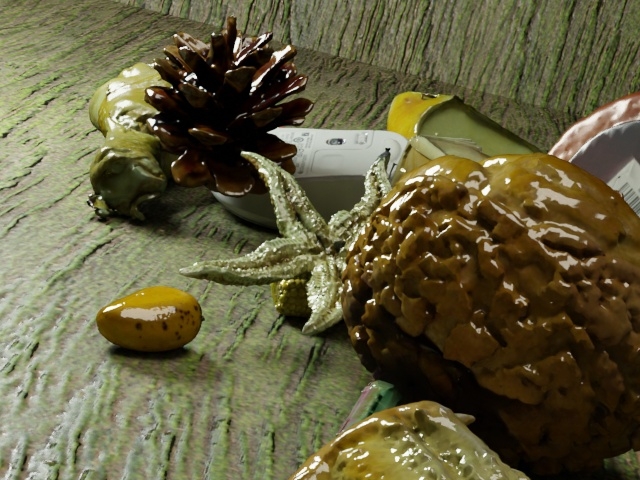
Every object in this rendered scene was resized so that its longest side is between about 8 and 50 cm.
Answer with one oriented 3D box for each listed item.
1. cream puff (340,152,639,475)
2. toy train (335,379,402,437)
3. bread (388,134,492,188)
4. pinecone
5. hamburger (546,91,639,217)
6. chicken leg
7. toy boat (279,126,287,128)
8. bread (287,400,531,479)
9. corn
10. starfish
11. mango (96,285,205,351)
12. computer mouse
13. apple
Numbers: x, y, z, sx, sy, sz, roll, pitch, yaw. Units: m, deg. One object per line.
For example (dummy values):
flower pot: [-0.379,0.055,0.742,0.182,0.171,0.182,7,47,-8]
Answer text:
cream puff: [0.171,0.085,1.389,0.231,0.343,0.327,-43,18,-33]
toy train: [0.036,0.173,1.295,0.038,0.071,0.148,17,16,9]
bread: [0.166,-0.023,1.873,0.109,0.192,0.210,9,16,-23]
pinecone: [-0.118,-0.176,1.915,0.229,0.201,0.202,36,27,8]
hamburger: [0.423,-0.010,1.775,0.330,0.330,0.250,27,7,40]
chicken leg: [-0.232,-0.135,2.037,0.201,0.153,0.429,22,23,-4]
toy boat: [-0.075,-0.130,2.276,0.185,0.071,0.089,21,59,24]
bread: [0.084,0.195,1.148,0.251,0.133,0.174,5,19,-32]
corn: [0.039,0.061,1.710,0.206,0.067,0.067,2,19,-27]
starfish: [-0.002,0.003,1.645,0.358,0.078,0.347,-10,40,-23]
mango: [-0.169,0.078,1.485,0.114,0.057,0.079,-2,29,-36]
computer mouse: [-0.002,-0.074,2.048,0.296,0.121,0.184,-4,33,5]
apple: [0.243,-0.089,2.197,0.346,0.179,0.254,28,28,-17]
